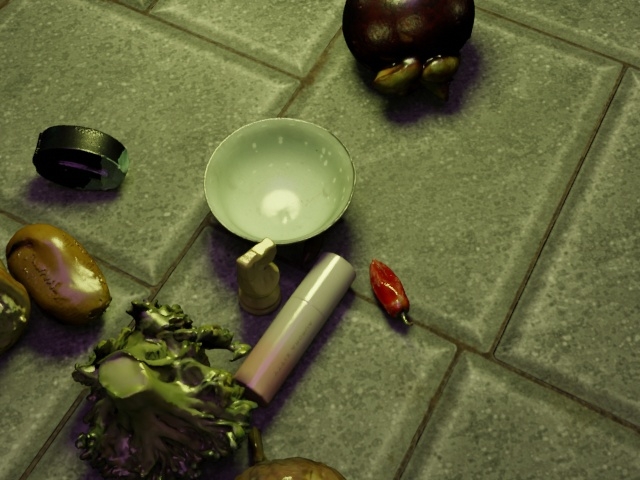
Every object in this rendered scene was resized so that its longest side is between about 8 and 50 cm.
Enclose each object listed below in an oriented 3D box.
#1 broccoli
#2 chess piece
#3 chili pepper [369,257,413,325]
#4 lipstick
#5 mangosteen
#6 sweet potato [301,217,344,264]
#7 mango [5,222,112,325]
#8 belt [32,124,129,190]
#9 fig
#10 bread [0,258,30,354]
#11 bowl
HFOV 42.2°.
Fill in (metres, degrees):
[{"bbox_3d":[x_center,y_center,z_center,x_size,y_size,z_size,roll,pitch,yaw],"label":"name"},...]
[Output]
[{"bbox_3d":[-0.285,0.274,1.497,0.324,0.272,0.334,-11,63,-25],"label":"broccoli"},{"bbox_3d":[-0.123,0.070,1.628,0.090,0.200,0.090,0,61,-1],"label":"chess piece"},{"bbox_3d":[0.142,0.107,1.695,0.059,0.050,0.191,-20,50,-7],"label":"chili pepper"},{"bbox_3d":[-0.049,0.171,1.636,0.087,0.087,0.326,29,65,15],"label":"lipstick"},{"bbox_3d":[0.210,-0.478,1.907,0.307,0.307,0.346,-15,93,-8],"label":"mangosteen"},{"bbox_3d":[-0.004,-0.005,1.766,0.041,0.038,0.153,41,57,-5],"label":"sweet potato"},{"bbox_3d":[-0.520,0.067,1.663,0.249,0.156,0.151,39,31,18],"label":"mango"},{"bbox_3d":[-0.515,-0.173,1.797,0.199,0.151,0.078,7,56,-7],"label":"belt"},{"bbox_3d":[-0.063,0.456,1.430,0.286,0.286,0.368,-12,30,-7],"label":"fig"},{"bbox_3d":[-0.681,0.088,1.560,0.211,0.315,0.270,-27,58,-17],"label":"bread"},{"bbox_3d":[-0.083,-0.093,1.752,0.314,0.146,0.313,0,59,1],"label":"bowl"}]
